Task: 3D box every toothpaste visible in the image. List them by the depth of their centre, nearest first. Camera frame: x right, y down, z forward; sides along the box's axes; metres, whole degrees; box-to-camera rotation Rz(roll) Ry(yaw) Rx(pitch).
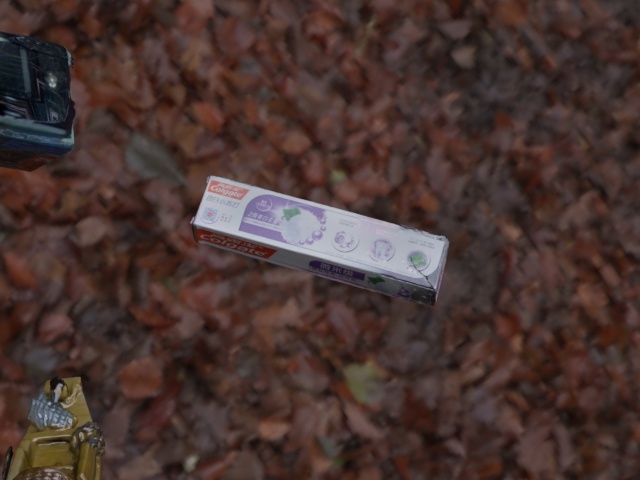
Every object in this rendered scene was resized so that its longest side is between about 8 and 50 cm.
[{"bbox_3d":[0.000,0.000,1.016,0.196,0.040,0.047,15,68,5],"label":"toothpaste"}]

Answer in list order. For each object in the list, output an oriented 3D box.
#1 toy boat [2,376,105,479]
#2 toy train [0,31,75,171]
[{"bbox_3d":[-0.138,0.121,0.676,0.047,0.049,0.149,-4,28,-1],"label":"toy boat"},{"bbox_3d":[-0.351,-0.118,0.856,0.409,0.089,0.086,8,69,-43],"label":"toy train"}]
